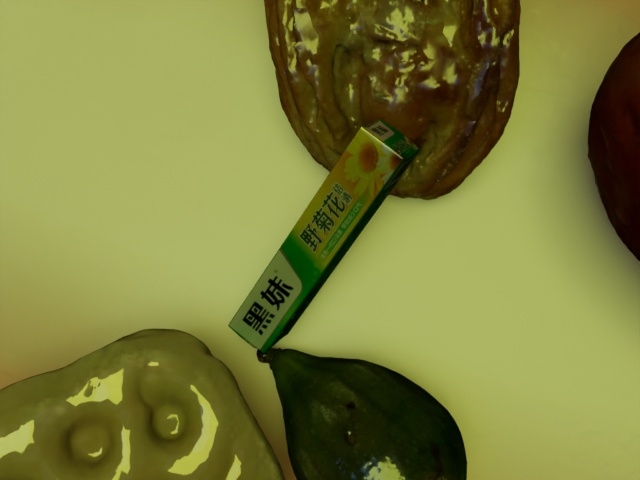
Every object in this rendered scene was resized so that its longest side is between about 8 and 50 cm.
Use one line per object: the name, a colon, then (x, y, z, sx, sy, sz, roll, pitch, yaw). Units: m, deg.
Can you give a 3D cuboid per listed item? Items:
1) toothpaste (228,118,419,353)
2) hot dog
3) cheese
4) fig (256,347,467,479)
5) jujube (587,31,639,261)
toothpaste: (0.000, 0.000, 0.557, 0.037, 0.043, 0.178, 37, 116, 5)
hot dog: (0.050, -0.159, 0.569, 0.175, 0.114, 0.259, -6, 84, 4)
cheese: (-0.128, 0.166, 0.537, 0.235, 0.117, 0.218, 32, 73, -14)
fig: (0.020, 0.121, 0.557, 0.117, 0.117, 0.177, -40, 63, 0)
jujube: (0.314, -0.020, 0.498, 0.223, 0.223, 0.318, -40, 88, 0)
